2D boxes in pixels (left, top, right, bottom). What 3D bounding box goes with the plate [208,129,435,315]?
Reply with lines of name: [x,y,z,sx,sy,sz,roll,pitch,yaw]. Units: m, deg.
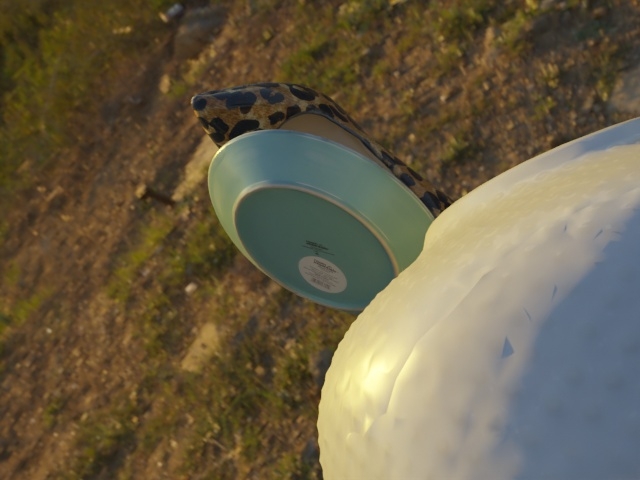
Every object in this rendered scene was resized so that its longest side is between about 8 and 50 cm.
plate: [0.000,0.000,0.724,0.188,0.188,0.024,2,47,34]

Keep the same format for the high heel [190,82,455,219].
high heel: [0.020,-0.053,0.904,0.093,0.261,0.186,-58,41,16]

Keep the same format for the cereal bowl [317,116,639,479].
cereal bowl: [0.150,0.033,0.492,0.339,0.339,0.141,-23,76,17]
